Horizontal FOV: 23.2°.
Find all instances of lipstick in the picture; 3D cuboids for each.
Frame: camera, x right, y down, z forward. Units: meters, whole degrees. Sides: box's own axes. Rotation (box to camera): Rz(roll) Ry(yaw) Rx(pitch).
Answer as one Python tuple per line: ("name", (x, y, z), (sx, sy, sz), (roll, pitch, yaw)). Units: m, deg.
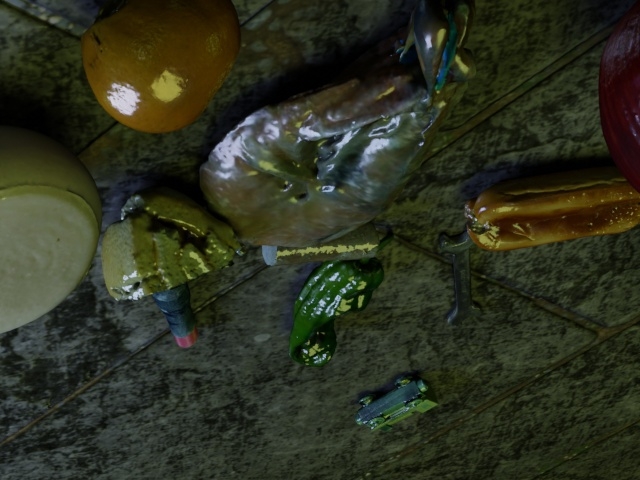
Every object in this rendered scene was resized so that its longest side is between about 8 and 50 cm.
("lipstick", (-0.177, 0.073, 1.859), (0.053, 0.053, 0.234), (-14, 151, -4))

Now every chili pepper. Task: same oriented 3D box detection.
("chili pepper", (0.016, 0.079, 1.950), (0.100, 0.074, 0.257), (-4, 152, -26))

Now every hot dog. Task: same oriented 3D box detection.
("hot dog", (0.289, -0.045, 1.881), (0.249, 0.068, 0.100), (-7, 138, -20))

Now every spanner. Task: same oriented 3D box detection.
("spanner", (0.185, 0.050, 2.034), (0.054, 0.015, 0.254), (-17, 150, -3))

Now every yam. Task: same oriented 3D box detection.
("yam", (0.000, 0.000, 1.826), (0.132, 0.054, 0.054), (-6, 148, -15))

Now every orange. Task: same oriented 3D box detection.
("orange", (-0.144, -0.172, 1.387), (0.134, 0.154, 0.154), (26, 140, -2))

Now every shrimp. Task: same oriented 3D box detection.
("shrimp", (0.024, -0.121, 1.610), (0.221, 0.110, 0.445), (12, 144, -26))

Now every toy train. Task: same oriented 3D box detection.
("toy train", (0.111, 0.238, 2.275), (0.122, 0.050, 0.081), (-30, 154, 19))

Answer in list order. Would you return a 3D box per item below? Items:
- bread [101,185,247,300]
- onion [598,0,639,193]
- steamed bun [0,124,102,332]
("bread", (-0.166, -0.007, 1.691), (0.156, 0.110, 0.103), (-23, -174, -37))
("onion", (0.430, -0.156, 1.528), (0.341, 0.341, 0.341), (-12, 149, -8))
("steamed bun", (-0.335, -0.023, 1.530), (0.232, 0.145, 0.232), (-21, 142, -17))
